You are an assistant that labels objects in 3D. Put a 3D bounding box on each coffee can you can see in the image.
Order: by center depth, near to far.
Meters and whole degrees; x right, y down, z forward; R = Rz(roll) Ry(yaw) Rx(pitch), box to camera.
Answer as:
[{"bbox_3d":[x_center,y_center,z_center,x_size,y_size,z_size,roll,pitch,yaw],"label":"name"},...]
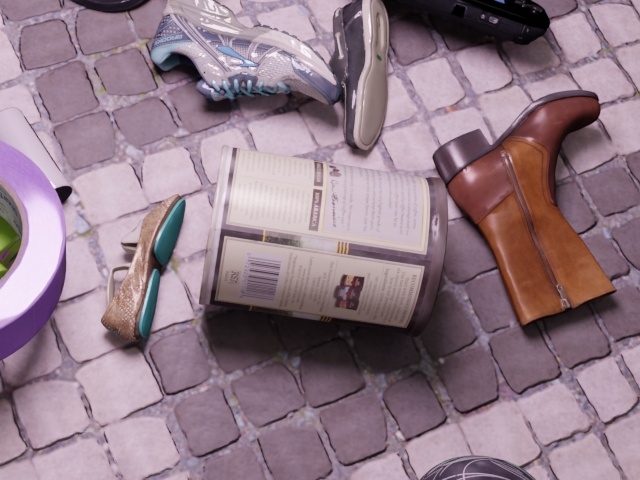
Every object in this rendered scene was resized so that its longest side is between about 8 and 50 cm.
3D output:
[{"bbox_3d":[0.000,0.000,1.329,0.275,0.201,0.201,9,65,-6],"label":"coffee can"}]

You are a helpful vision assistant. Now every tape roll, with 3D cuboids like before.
[{"bbox_3d":[-0.428,0.010,1.212,0.275,0.090,0.274,6,60,-10],"label":"tape roll"}]

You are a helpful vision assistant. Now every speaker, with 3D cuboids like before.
[{"bbox_3d":[-0.378,-0.104,1.392,0.055,0.055,0.136,-30,74,-21],"label":"speaker"}]

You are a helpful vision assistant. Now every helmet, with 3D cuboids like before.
[{"bbox_3d":[0.185,0.328,1.237,0.169,0.169,0.161,-12,84,-14],"label":"helmet"}]

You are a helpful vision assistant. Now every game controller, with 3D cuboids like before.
[{"bbox_3d":[0.180,-0.372,1.570,0.319,0.067,0.166,19,33,-3],"label":"game controller"}]

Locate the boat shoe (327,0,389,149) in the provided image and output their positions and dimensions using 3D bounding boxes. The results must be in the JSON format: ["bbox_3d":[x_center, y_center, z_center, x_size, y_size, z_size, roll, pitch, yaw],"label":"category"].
[{"bbox_3d":[0.050,-0.234,1.525,0.079,0.084,0.233,-7,70,26],"label":"boat shoe"}]

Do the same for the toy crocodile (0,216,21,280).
[{"bbox_3d":[-0.473,0.078,1.278,0.115,0.105,0.340,34,60,6],"label":"toy crocodile"}]

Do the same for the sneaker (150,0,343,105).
[{"bbox_3d":[-0.105,-0.234,1.482,0.283,0.110,0.122,25,81,13],"label":"sneaker"}]

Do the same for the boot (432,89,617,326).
[{"bbox_3d":[0.327,-0.051,1.467,0.264,0.096,0.280,-22,72,-19],"label":"boot"}]

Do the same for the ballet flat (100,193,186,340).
[{"bbox_3d":[-0.228,0.027,1.355,0.067,0.073,0.206,9,60,10],"label":"ballet flat"}]

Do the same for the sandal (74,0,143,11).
[{"bbox_3d":[-0.359,-0.397,1.527,0.254,0.054,0.097,18,64,-2],"label":"sandal"}]
